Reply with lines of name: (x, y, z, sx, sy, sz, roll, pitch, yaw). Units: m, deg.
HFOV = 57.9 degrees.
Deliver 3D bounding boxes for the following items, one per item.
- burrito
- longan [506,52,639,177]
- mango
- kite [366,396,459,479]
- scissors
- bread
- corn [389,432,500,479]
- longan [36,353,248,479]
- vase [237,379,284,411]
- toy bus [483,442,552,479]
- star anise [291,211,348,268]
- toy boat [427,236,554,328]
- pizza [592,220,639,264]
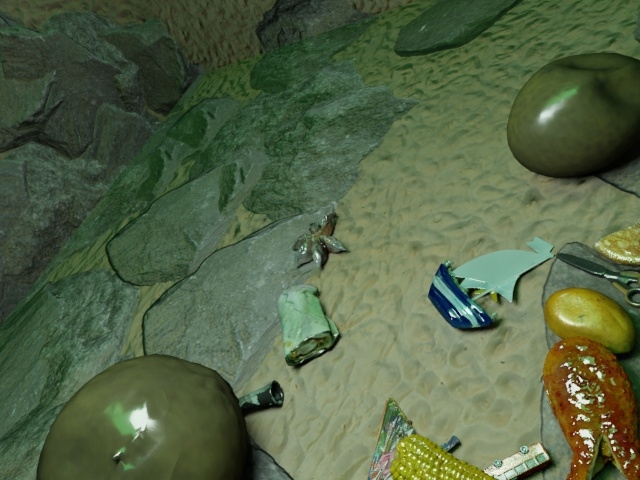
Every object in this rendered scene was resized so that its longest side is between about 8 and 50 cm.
burrito: (-0.049, 0.198, 1.457, 0.144, 0.089, 0.228, -30, 38, 3)
longan: (0.601, -0.288, 1.335, 0.350, 0.288, 0.288, -28, 35, -8)
mango: (0.499, 0.143, 1.069, 0.165, 0.089, 0.115, 10, 55, 40)
kite: (0.159, 0.435, 1.081, 0.234, 0.016, 0.321, -39, 35, -2)
scissors: (0.569, 0.065, 1.161, 0.088, 0.017, 0.220, -47, 37, -10)
bread: (0.447, 0.279, 0.955, 0.140, 0.095, 0.268, -22, 41, 30)
corn: (0.246, 0.416, 0.938, 0.313, 0.102, 0.102, 16, 60, 44)
longan: (-0.350, 0.443, 1.170, 0.404, 0.404, 0.435, -8, 43, 33)
vase: (-0.172, 0.383, 1.368, 0.167, 0.059, 0.059, -23, 38, 18)
toy bus: (0.334, 0.383, 0.980, 0.110, 0.031, 0.043, -31, 43, 6)
star anise: (-0.015, 0.006, 1.663, 0.172, 0.063, 0.208, -28, 36, 13)
toy boat: (0.381, 0.072, 1.272, 0.291, 0.067, 0.220, -33, 35, -1)
pizza: (0.622, 0.019, 1.166, 0.100, 0.029, 0.099, -31, 44, 10)
